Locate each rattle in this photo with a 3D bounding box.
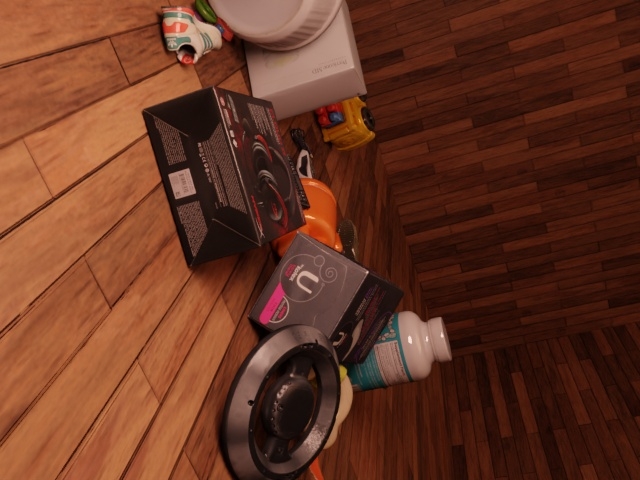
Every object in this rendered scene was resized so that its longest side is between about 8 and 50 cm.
[{"bbox_3d":[-0.028,0.302,1.086,0.130,0.143,0.199,5,86,-42],"label":"rattle"}]

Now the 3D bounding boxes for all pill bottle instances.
[{"bbox_3d":[0.133,0.231,1.303,0.146,0.264,0.146,-14,90,-77],"label":"pill bottle"}]

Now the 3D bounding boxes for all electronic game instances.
[{"bbox_3d":[-0.046,0.229,0.859,0.229,0.048,0.229,-12,105,-49],"label":"electronic game"}]

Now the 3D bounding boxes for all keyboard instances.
[{"bbox_3d":[-0.082,-0.126,1.172,0.023,0.108,0.180,-63,-151,30],"label":"keyboard"}]

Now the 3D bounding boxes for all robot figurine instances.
[{"bbox_3d":[-0.030,-0.037,1.216,0.219,0.158,0.128,-86,-176,-52],"label":"robot figurine"}]

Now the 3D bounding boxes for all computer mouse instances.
[{"bbox_3d":[-0.041,-0.181,1.507,0.193,0.042,0.106,-98,171,-48],"label":"computer mouse"}]

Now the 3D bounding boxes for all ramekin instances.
[{"bbox_3d":[-0.096,-0.491,1.161,0.127,0.273,0.273,-45,120,-60],"label":"ramekin"}]

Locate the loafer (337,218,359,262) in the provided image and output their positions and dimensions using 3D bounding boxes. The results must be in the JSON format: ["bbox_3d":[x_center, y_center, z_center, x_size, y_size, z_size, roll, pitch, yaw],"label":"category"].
[{"bbox_3d":[0.080,0.014,1.770,0.050,0.056,0.148,11,76,-76],"label":"loafer"}]

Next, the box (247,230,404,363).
[{"bbox_3d":[0.021,0.107,1.075,0.165,0.143,0.270,-60,158,0],"label":"box"}]

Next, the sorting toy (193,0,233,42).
[{"bbox_3d":[-0.196,-0.376,1.099,0.102,0.042,0.061,31,30,-55],"label":"sorting toy"}]

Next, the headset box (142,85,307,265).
[{"bbox_3d":[-0.123,-0.100,0.938,0.293,0.110,0.218,-30,105,-76],"label":"headset box"}]

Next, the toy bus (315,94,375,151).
[{"bbox_3d":[0.050,-0.406,1.937,0.211,0.149,0.220,4,70,-59],"label":"toy bus"}]

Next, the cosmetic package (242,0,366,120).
[{"bbox_3d":[-0.039,-0.409,1.351,0.138,0.224,0.224,31,46,-72],"label":"cosmetic package"}]

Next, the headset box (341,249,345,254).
[{"bbox_3d":[0.026,0.049,1.488,0.083,0.062,0.032,-86,158,-50],"label":"headset box"}]

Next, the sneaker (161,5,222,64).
[{"bbox_3d":[-0.203,-0.309,0.980,0.161,0.057,0.075,-4,97,-78],"label":"sneaker"}]
